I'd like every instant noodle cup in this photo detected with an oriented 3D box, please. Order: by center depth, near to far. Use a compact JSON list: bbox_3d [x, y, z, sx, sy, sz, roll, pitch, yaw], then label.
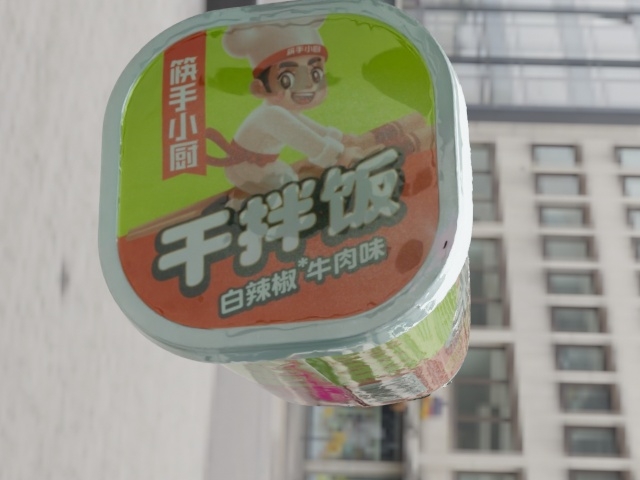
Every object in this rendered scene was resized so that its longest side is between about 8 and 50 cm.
[{"bbox_3d":[0.000,0.000,1.202,0.308,0.293,0.294,59,31,-67],"label":"instant noodle cup"}]
